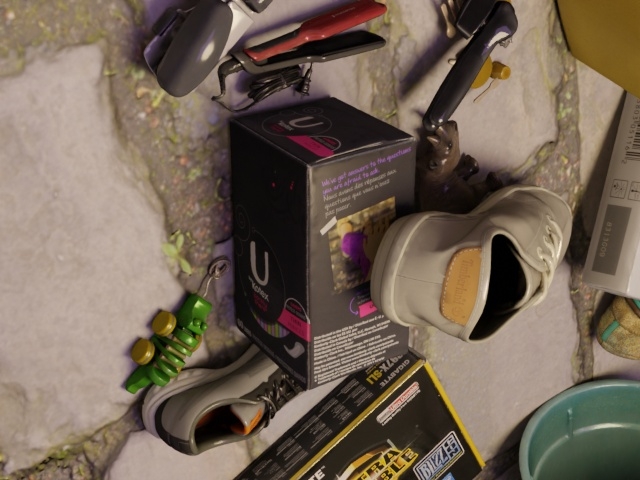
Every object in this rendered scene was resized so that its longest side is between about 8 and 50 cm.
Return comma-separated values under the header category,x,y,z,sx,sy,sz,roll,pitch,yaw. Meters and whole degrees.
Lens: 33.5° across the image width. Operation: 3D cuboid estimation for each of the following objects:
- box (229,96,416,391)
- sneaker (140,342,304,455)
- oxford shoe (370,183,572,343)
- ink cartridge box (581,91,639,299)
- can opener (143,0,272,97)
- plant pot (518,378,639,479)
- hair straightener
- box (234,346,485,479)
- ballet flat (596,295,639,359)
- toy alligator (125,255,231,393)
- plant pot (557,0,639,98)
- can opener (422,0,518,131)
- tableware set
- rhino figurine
category,x,y,z,sx,sy,sz,roll,pitch,yaw
box,0.000,0.000,1.180,0.143,0.165,0.270,-16,120,-30
sneaker,-0.071,0.179,1.259,0.271,0.108,0.100,-25,122,-25
oxford shoe,0.215,0.028,1.224,0.449,0.130,0.169,-9,111,-58
ink cartridge box,0.563,-0.047,1.558,0.385,0.091,0.308,13,90,-37
can opener,-0.062,-0.256,1.054,0.283,0.095,0.076,-49,131,3
plant pot,0.477,0.453,1.655,0.341,0.341,0.334,-26,133,-22
hair straightener,-0.021,-0.184,1.143,0.230,0.047,0.089,-30,134,-29
box,0.051,0.326,1.437,0.322,0.079,0.257,-40,131,-13
ballet flat,0.565,0.147,1.697,0.348,0.123,0.123,8,107,-38
toy alligator,-0.152,0.103,1.199,0.190,0.051,0.056,-53,131,-2
plant pot,0.419,-0.300,1.313,0.212,0.212,0.187,-26,138,-22
can opener,0.171,-0.207,1.239,0.073,0.059,0.186,28,84,2
tableware set,0.193,-0.252,1.287,0.104,0.024,0.154,-41,128,-16
rhino figurine,0.171,-0.055,1.335,0.106,0.073,0.243,-39,127,-17
